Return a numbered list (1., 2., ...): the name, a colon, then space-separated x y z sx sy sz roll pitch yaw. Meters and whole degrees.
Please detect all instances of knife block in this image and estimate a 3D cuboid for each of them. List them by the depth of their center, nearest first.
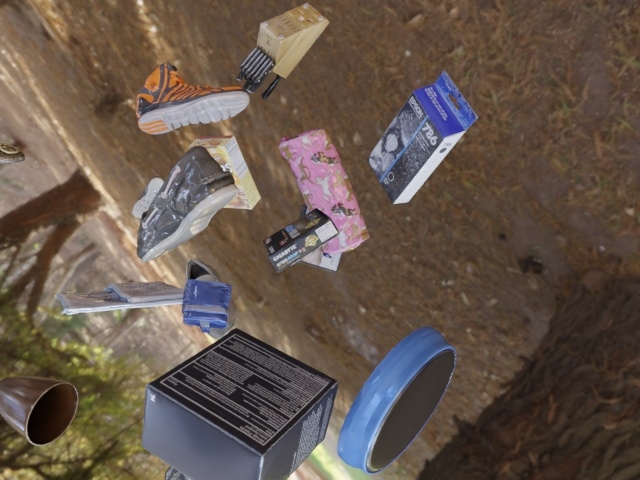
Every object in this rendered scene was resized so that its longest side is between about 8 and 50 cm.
1. knife block: -0.118 -0.549 1.751 0.088 0.276 0.242 45 149 14

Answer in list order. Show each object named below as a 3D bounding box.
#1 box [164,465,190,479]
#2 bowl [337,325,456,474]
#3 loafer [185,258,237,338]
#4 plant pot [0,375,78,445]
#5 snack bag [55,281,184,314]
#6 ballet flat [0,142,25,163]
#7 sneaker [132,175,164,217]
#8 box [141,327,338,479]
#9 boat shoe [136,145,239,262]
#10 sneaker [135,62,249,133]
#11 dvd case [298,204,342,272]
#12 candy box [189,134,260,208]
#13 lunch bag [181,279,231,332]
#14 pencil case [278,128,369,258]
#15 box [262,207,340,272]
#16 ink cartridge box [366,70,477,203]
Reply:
1. box: -0.404 0.809 1.997 0.097 0.395 0.318 23 -157 -30
2. bowl: 0.197 0.393 1.421 0.077 0.391 0.391 32 157 31
3. loafer: -0.304 0.150 1.566 0.111 0.112 0.319 51 177 -32
4. plant pot: -0.990 0.549 1.987 0.230 0.215 0.215 14 150 20
5. snack bag: -0.580 0.159 1.702 0.323 0.342 0.037 7 99 61
6. ballet flat: -0.818 -0.222 1.357 0.250 0.058 0.084 9 -165 -9
7. sneaker: -0.565 -0.145 1.939 0.061 0.158 0.065 32 -169 -28
8. box: -0.170 0.372 1.257 0.296 0.294 0.182 23 115 24
9. boat shoe: -0.250 -0.057 1.029 0.335 0.112 0.095 -31 88 49
10. sneaker: -0.367 -0.424 1.647 0.124 0.321 0.180 85 173 -70
11. dvd case: 0.000 0.000 1.936 0.022 0.180 0.253 15 177 39
12. candy box: -0.391 -0.279 2.423 0.183 0.087 0.316 4 134 29
13. lunch bag: -0.166 0.099 0.850 0.067 0.065 0.098 8 163 -8
14. pencil case: 0.010 -0.148 1.771 0.160 0.167 0.386 -118 7 -82
15. box: -0.054 -0.006 1.471 0.051 0.175 0.220 58 177 -13
16. ink cartridge box: 0.248 -0.257 1.506 0.165 0.065 0.332 63 142 25
